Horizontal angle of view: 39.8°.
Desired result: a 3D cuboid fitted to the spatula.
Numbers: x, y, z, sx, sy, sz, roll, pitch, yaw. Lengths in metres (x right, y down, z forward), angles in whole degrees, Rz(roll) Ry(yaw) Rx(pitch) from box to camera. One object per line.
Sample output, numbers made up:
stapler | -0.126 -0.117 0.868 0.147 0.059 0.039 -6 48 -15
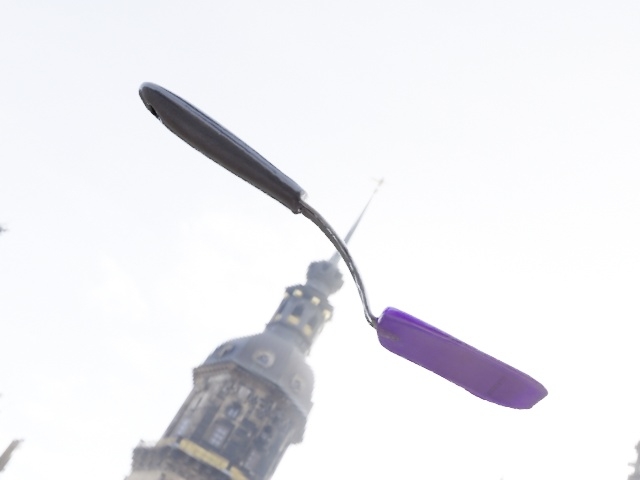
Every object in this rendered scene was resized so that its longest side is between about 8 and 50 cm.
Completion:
spatula | 0.000 0.000 0.505 0.296 0.030 0.084 43 -15 15
